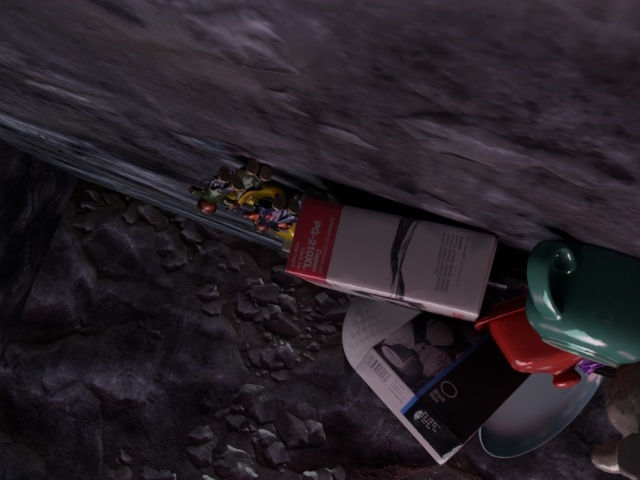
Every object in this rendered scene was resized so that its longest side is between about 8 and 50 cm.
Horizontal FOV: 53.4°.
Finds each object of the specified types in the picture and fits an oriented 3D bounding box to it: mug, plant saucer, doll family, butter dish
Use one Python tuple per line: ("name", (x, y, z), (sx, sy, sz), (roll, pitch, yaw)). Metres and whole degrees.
("mug", (0.220, 0.191, 1.308), (0.328, 0.276, 0.374), (28, 146, 61))
("plant saucer", (0.412, 0.271, 1.191), (0.317, 0.318, 0.044), (25, -166, -40))
("mug", (0.263, 0.064, 0.643), (0.157, 0.097, 0.129), (20, 175, 1))
("doll family", (-0.081, -0.051, 0.873), (0.193, 0.076, 0.111), (27, 145, -18))
("butter dish", (0.283, 0.122, 0.783), (0.160, 0.118, 0.160), (-21, 163, 12))

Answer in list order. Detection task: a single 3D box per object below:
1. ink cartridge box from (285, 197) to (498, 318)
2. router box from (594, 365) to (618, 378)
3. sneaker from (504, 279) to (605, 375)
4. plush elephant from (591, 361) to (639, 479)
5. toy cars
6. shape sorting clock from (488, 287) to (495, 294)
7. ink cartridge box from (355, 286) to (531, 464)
("ink cartridge box", (0.096, 0.030, 0.818), (0.237, 0.100, 0.172), (12, 174, 14))
("router box", (0.484, 0.182, 1.058), (0.038, 0.092, 0.122), (23, 175, -26))
("sneaker", (0.369, 0.131, 0.903), (0.236, 0.105, 0.095), (22, 179, 27))
("plush elephant", (0.438, 0.233, 0.735), (0.255, 0.272, 0.330), (14, 130, 16))
("toy cars", (0.000, 0.000, 1.111), (0.176, 0.087, 0.393), (19, 175, 20))
("shape sorting clock", (0.224, 0.086, 1.092), (0.206, 0.040, 0.206), (21, -162, -7))
("ink cartridge box", (0.215, 0.155, 0.909), (0.165, 0.065, 0.332), (45, -137, 19))
